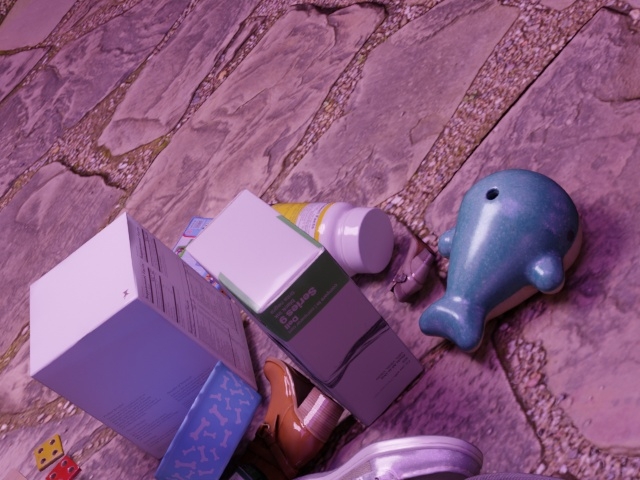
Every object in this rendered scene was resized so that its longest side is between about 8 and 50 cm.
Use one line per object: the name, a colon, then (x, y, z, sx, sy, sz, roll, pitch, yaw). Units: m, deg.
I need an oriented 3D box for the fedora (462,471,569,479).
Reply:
fedora: (0.226, 0.374, 1.106, 0.275, 0.124, 0.244, 6, 49, 31)

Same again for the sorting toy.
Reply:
sorting toy: (-0.462, 0.425, 1.631, 0.132, 0.046, 0.274, 20, 64, 46)

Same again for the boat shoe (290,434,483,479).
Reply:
boat shoe: (0.055, 0.324, 1.307, 0.320, 0.118, 0.103, -23, 48, 22)

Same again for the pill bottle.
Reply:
pill bottle: (0.000, 0.000, 1.663, 0.208, 0.119, 0.119, 1, 51, 36)

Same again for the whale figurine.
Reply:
whale figurine: (0.231, 0.017, 1.459, 0.216, 0.141, 0.272, 23, 68, 47)

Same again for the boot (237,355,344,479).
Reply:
boot: (-0.065, 0.253, 1.499, 0.152, 0.073, 0.197, -53, 30, -4)

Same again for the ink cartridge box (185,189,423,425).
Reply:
ink cartridge box: (-0.017, 0.094, 1.449, 0.121, 0.289, 0.211, -46, 40, -8)

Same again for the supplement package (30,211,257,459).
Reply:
supplement package: (-0.261, 0.142, 1.577, 0.199, 0.262, 0.198, -36, 38, 13)

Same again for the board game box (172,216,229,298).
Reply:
board game box: (-0.203, 0.054, 1.821, 0.160, 0.039, 0.212, 5, 53, 40)

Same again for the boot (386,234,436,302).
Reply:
boot: (0.130, 0.042, 1.587, 0.087, 0.042, 0.118, -52, 11, 9)

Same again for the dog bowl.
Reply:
dog bowl: (-0.148, 0.264, 1.410, 0.074, 0.297, 0.166, 29, 66, 1)

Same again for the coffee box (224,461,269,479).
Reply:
coffee box: (-0.146, 0.362, 1.364, 0.040, 0.113, 0.184, 42, 87, 9)
